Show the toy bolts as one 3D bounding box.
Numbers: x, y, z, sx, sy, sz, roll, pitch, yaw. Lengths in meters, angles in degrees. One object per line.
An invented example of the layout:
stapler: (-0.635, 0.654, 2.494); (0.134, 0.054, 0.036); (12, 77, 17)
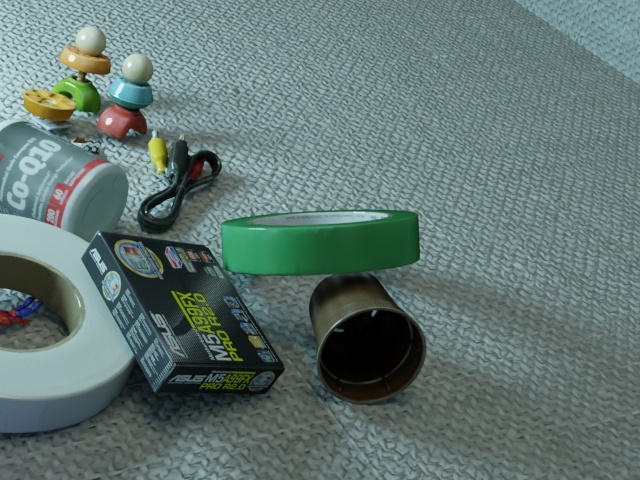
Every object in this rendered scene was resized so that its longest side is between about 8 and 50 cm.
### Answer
toy bolts: (-0.431, -0.307, 2.272); (0.229, 0.158, 0.218); (25, 20, 16)

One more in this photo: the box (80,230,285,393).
box: (-0.201, 0.106, 1.735); (0.216, 0.060, 0.270); (10, 35, -47)

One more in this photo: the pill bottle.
pill bottle: (-0.475, -0.103, 1.966); (0.283, 0.161, 0.161); (25, 34, 18)

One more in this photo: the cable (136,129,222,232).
cable: (-0.261, -0.094, 2.161); (0.140, 0.072, 0.287); (23, 42, -17)

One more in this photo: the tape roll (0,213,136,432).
tape roll: (-0.445, 0.107, 1.682); (0.392, 0.072, 0.392); (16, 35, -11)

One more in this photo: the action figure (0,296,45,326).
action figure: (-0.449, 0.109, 1.768); (0.038, 0.030, 0.115); (26, 29, 27)

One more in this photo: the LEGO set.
LEGO set: (-0.512, -0.168, 2.181); (0.183, 0.060, 0.244); (-14, 30, -37)

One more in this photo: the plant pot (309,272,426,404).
plant pot: (0.059, 0.136, 1.810); (0.167, 0.166, 0.165); (4, 24, -15)

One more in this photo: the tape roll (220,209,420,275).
tape roll: (0.000, 0.000, 1.925); (0.321, 0.077, 0.321); (-3, 7, 0)
